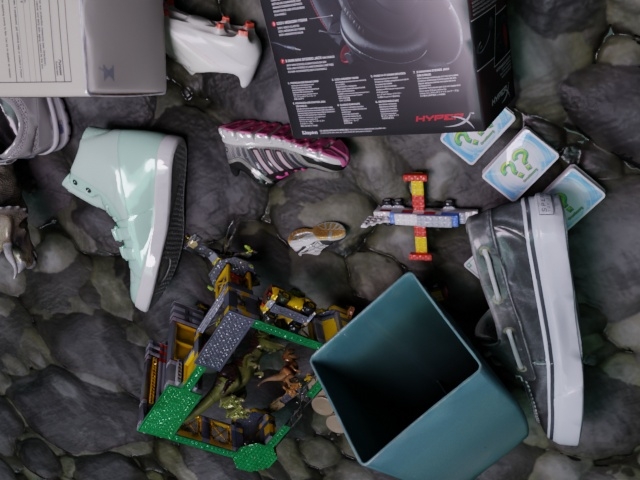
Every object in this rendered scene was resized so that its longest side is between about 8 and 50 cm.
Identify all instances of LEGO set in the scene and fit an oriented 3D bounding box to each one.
[{"bbox_3d":[0.173,-0.025,0.800,0.182,0.060,0.244,40,124,-1],"label":"LEGO set"},{"bbox_3d":[-0.107,0.142,0.953,0.254,0.192,0.331,16,122,-20],"label":"LEGO set"}]

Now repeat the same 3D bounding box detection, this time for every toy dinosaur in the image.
[{"bbox_3d":[-0.492,-0.095,0.933,0.313,0.160,0.121,34,124,-3],"label":"toy dinosaur"}]

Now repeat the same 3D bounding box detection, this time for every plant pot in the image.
[{"bbox_3d":[0.140,0.191,0.832,0.165,0.166,0.234,-42,132,9],"label":"plant pot"}]

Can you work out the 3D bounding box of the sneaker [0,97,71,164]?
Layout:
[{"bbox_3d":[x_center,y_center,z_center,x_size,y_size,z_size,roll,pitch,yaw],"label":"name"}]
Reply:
[{"bbox_3d":[-0.409,-0.228,0.853,0.105,0.115,0.281,-9,115,24],"label":"sneaker"}]

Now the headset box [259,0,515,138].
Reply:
[{"bbox_3d":[0.054,-0.255,0.655,0.218,0.110,0.293,2,120,32],"label":"headset box"}]

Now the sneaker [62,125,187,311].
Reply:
[{"bbox_3d":[-0.268,-0.033,0.927,0.151,0.094,0.256,13,112,6],"label":"sneaker"}]

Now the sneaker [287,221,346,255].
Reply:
[{"bbox_3d":[0.000,0.000,0.894,0.083,0.032,0.037,-8,129,29],"label":"sneaker"}]

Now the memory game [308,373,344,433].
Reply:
[{"bbox_3d":[0.069,0.234,1.010,0.186,0.012,0.186,9,121,15],"label":"memory game"}]

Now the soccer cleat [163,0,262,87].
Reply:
[{"bbox_3d":[-0.164,-0.234,0.795,0.196,0.068,0.076,19,126,5],"label":"soccer cleat"}]

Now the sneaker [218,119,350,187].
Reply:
[{"bbox_3d":[-0.044,-0.098,0.832,0.170,0.063,0.075,12,122,19],"label":"sneaker"}]

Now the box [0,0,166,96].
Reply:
[{"bbox_3d":[-0.296,-0.228,0.732,0.232,0.127,0.149,6,103,24],"label":"box"}]

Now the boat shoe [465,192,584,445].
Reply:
[{"bbox_3d":[0.241,0.098,0.805,0.119,0.121,0.335,-6,115,21],"label":"boat shoe"}]
